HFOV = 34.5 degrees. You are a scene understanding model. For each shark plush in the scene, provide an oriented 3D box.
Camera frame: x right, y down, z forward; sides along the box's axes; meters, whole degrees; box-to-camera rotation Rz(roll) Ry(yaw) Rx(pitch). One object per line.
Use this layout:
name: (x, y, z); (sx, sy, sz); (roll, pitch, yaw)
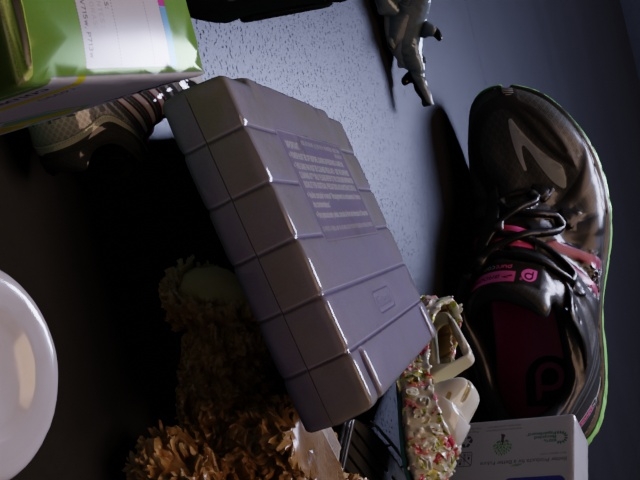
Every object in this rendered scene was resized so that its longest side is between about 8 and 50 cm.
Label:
shark plush: (0.107, -0.236, 1.181); (0.073, 0.067, 0.161); (6, 78, -63)

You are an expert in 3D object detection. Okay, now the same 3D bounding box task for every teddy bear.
teddy bear: (-0.042, 0.172, 0.726); (0.245, 0.113, 0.338); (-14, 85, -70)

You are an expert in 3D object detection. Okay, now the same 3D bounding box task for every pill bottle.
pill bottle: (-0.186, 0.060, 0.403); (0.086, 0.152, 0.086); (33, 52, -56)

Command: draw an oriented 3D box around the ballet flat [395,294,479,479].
ballet flat: (0.111, 0.134, 0.990); (0.091, 0.077, 0.241); (57, 20, -36)

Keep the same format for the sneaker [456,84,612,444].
sneaker: (0.264, 0.029, 1.270); (0.202, 0.185, 0.483); (18, 63, -65)

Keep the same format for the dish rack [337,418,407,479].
dish rack: (0.058, 0.298, 0.887); (0.208, 0.074, 0.271); (58, 34, -38)

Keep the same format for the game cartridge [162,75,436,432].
game cartridge: (0.000, 0.000, 0.778); (0.230, 0.068, 0.355); (62, 12, 5)

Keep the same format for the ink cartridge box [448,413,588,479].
ink cartridge box: (0.169, 0.329, 0.992); (0.065, 0.165, 0.333); (57, 35, -39)

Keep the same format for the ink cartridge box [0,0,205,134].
ink cartridge box: (-0.142, -0.105, 0.510); (0.255, 0.188, 0.097); (-21, 99, -63)

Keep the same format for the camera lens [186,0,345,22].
camera lens: (-0.054, -0.306, 0.723); (0.219, 0.219, 0.274); (-1, 81, -63)

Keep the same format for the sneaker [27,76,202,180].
sneaker: (-0.131, -0.077, 0.668); (0.170, 0.063, 0.075); (-22, 107, -64)
